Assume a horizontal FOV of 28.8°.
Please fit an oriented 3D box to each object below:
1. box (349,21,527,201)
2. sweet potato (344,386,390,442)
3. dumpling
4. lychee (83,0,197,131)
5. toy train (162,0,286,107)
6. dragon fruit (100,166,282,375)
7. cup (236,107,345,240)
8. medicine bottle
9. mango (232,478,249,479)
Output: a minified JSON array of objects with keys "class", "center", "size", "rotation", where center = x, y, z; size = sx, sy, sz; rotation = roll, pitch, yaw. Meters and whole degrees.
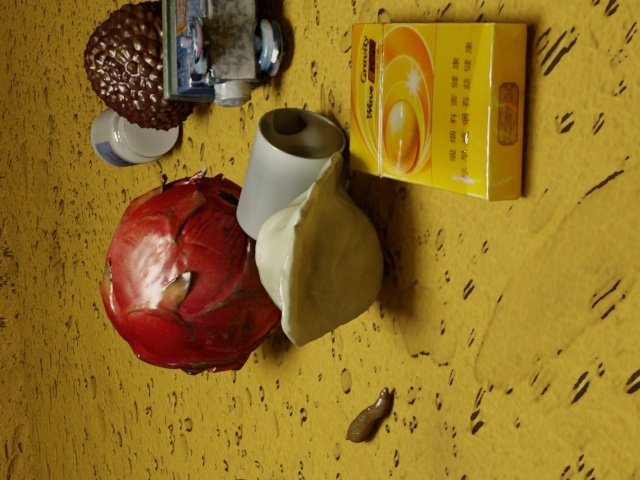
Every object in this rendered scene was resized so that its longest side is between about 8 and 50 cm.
[{"class":"box","center":[0.101,-0.126,1.155],"size":[0.269,0.043,0.152],"rotation":[-157,67,-64]},{"class":"sweet potato","center":[0.050,0.191,1.320],"size":[0.115,0.026,0.026],"rotation":[-55,43,49]},{"class":"dumpling","center":[-0.001,0.002,1.262],"size":[0.126,0.216,0.166],"rotation":[20,129,33]},{"class":"lychee","center":[-0.240,-0.244,1.773],"size":[0.188,0.188,0.188],"rotation":[178,90,-66]},{"class":"toy train","center":[-0.125,-0.313,1.565],"size":[0.202,0.131,0.300],"rotation":[-177,86,-73]},{"class":"dragon fruit","center":[-0.149,0.044,1.518],"size":[0.252,0.241,0.241],"rotation":[-42,53,44]},{"class":"cup","center":[-0.024,-0.077,1.407],"size":[0.099,0.136,0.133],"rotation":[33,129,21]},{"class":"medicine bottle","center":[-0.293,-0.170,1.965],"size":[0.186,0.103,0.103],"rotation":[-179,87,-65]},{"class":"mango","center":[-0.101,0.367,1.561],"size":[0.267,0.111,0.133],"rotation":[-24,86,63]}]
